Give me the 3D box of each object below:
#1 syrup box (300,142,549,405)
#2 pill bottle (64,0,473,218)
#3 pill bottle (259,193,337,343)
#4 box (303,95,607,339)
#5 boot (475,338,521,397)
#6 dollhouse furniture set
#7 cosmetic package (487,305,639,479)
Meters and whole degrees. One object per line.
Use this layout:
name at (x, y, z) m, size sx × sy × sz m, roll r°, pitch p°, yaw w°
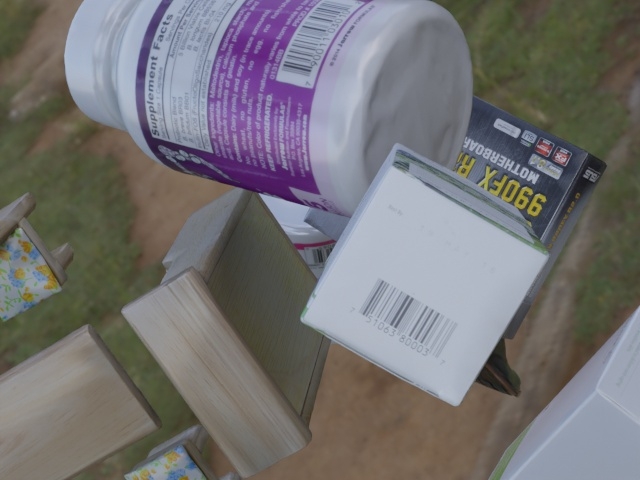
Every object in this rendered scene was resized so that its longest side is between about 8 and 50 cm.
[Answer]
syrup box at (0.059, 0.010, 0.827) m, size 0.096 × 0.093 × 0.237 m, roll -60°, pitch 0°, yaw 7°
pill bottle at (-0.049, -0.123, 1.114) m, size 0.302 × 0.169 × 0.169 m, roll 16°, pitch 57°, yaw 34°
pill bottle at (0.000, 0.000, 1.709) m, size 0.160 × 0.283 × 0.160 m, roll -3°, pitch 58°, yaw 4°
box at (0.119, -0.043, 1.325) m, size 0.231 × 0.056 × 0.183 m, roll 32°, pitch 98°, yaw 31°
boot at (0.220, 0.129, 1.827) m, size 0.082 × 0.219 × 0.106 m, roll 18°, pitch 81°, yaw 33°
dollhouse furniture set at (-0.200, 0.144, 1.276) m, size 0.394 × 0.362 × 0.256 m, roll -30°, pitch 14°, yaw 16°
cosmetic package at (0.349, 0.275, 1.837) m, size 0.197 × 0.155 × 0.365 m, roll -48°, pitch -8°, yaw -47°
